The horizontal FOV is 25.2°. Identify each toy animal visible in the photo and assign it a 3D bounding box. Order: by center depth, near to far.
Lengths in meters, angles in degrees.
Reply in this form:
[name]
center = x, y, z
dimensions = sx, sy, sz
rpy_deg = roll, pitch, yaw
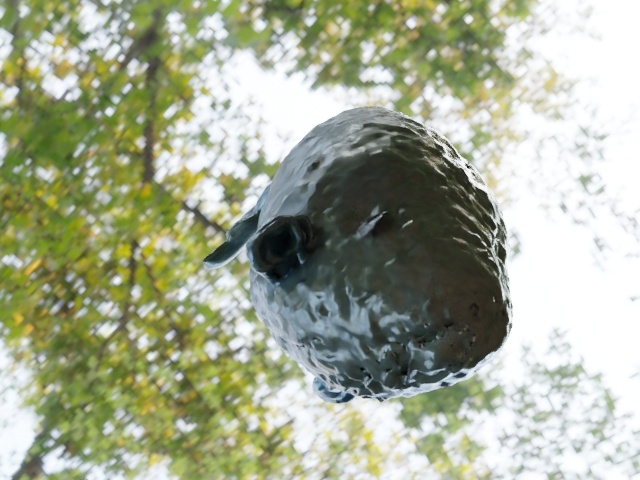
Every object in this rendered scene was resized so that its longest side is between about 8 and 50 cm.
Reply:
[toy animal]
center = 0.003, -0.009, 0.465
dimensions = 0.079, 0.253, 0.070
rpy_deg = -25, -74, -8

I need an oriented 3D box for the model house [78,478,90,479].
[model house]
center = -0.022, 0.252, 0.327
dimensions = 0.284, 0.298, 0.243
rpy_deg = -50, -57, -21
